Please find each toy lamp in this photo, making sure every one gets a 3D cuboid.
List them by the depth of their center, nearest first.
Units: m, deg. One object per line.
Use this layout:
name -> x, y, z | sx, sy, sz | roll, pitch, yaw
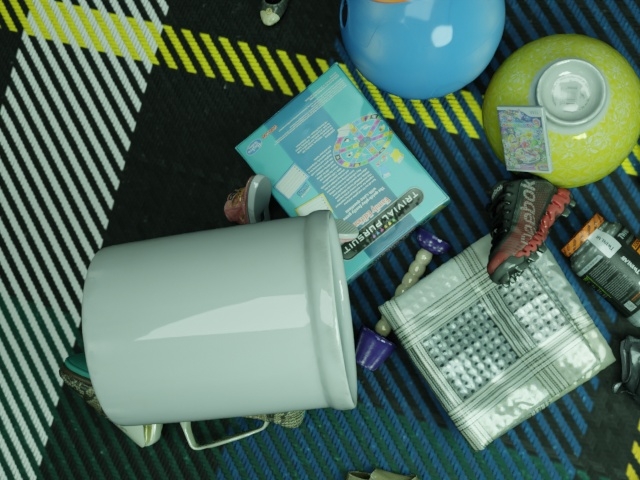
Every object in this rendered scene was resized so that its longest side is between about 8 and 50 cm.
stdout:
toy lamp -> 0.146, 0.114, 1.490 | 0.080, 0.080, 0.274 | 31, 92, 11

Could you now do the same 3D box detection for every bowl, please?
bowl -> 0.434, -0.243, 1.424 | 0.290, 0.156, 0.289 | -1, 86, 11

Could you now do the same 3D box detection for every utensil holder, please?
utensil holder -> -0.151, 0.131, 1.322 | 0.386, 0.327, 0.327 | -7, 84, 5

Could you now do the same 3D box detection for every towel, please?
towel -> 0.318, 0.160, 1.422 | 0.324, 0.056, 0.312 | -31, 80, -11

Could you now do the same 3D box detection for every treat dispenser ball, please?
treat dispenser ball -> 0.177, -0.392, 1.417 | 0.288, 0.288, 0.288 | -1, 86, 11

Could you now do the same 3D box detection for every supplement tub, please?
supplement tub -> 0.523, 0.048, 1.404 | 0.190, 0.117, 0.117 | 44, 94, 10

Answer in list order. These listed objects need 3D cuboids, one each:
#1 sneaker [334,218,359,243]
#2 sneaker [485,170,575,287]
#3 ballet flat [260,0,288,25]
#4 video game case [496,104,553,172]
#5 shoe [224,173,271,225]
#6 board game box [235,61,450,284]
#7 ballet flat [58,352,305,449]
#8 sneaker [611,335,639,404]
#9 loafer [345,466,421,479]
sneaker -> 0.000, 0.000, 1.464 | 0.134, 0.051, 0.070 | 1, 125, -9
sneaker -> 0.333, -0.030, 1.385 | 0.135, 0.097, 0.276 | 39, 49, 4
ballet flat -> -0.084, -0.511, 1.594 | 0.058, 0.049, 0.173 | 17, 89, 12
video game case -> 0.354, -0.176, 1.396 | 0.087, 0.011, 0.122 | 10, 125, 42
shoe -> -0.141, -0.074, 1.516 | 0.081, 0.178, 0.063 | 28, 61, 15
board game box -> 0.041, -0.124, 1.525 | 0.254, 0.079, 0.336 | -39, 80, 7
ballet flat -> -0.261, 0.308, 1.521 | 0.483, 0.164, 0.181 | -1, 99, 8
sneaker -> 0.613, 0.181, 1.383 | 0.153, 0.101, 0.268 | 28, 94, 9
loafer -> 0.112, 0.445, 1.481 | 0.148, 0.056, 0.050 | -10, 90, 10
